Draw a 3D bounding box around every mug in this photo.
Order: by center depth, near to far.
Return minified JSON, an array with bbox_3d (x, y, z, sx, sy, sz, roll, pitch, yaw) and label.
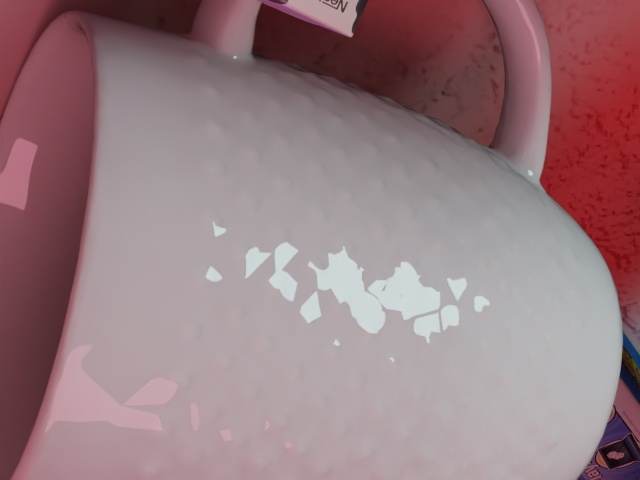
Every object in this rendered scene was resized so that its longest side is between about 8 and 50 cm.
[{"bbox_3d":[0.000,0.000,0.897,0.328,0.276,0.374,12,101,-23],"label":"mug"}]

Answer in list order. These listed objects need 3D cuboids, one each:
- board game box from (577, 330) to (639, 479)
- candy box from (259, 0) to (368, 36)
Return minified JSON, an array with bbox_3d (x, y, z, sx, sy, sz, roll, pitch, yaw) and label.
[{"bbox_3d":[0.103,0.168,1.197,0.302,0.086,0.308,-25,135,16],"label":"board game box"},{"bbox_3d":[-0.024,-0.213,0.717,0.164,0.070,0.196,21,96,-29],"label":"candy box"}]
